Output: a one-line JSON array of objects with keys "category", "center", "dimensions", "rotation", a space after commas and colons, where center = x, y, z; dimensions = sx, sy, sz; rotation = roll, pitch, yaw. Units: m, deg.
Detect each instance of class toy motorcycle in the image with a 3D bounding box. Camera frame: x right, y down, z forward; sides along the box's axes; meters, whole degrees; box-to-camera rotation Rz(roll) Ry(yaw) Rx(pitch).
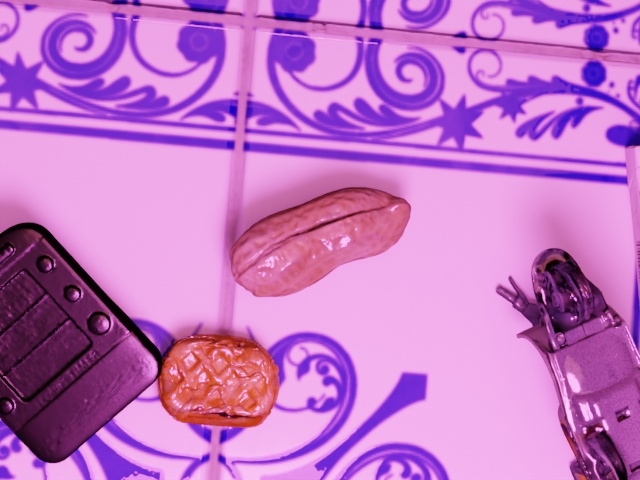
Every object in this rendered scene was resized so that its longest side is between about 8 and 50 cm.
[{"category": "toy motorcycle", "center": [0.241, 0.130, 1.772], "dimensions": [0.091, 0.157, 0.263], "rotation": [-22, 94, -11]}]

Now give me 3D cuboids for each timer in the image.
[{"category": "timer", "center": [-0.246, 0.087, 1.748], "dimensions": [0.144, 0.055, 0.187], "rotation": [-41, 96, 8]}]

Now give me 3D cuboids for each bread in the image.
[{"category": "bread", "center": [-0.091, 0.126, 1.777], "dimensions": [0.111, 0.044, 0.083], "rotation": [5, 87, -6]}]

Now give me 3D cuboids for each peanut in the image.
[{"category": "peanut", "center": [0.000, 0.000, 1.780], "dimensions": [0.174, 0.080, 0.080], "rotation": [-21, 92, -13]}]

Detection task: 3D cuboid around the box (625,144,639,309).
[{"category": "box", "center": [0.334, -0.015, 1.844], "dimensions": [0.084, 0.040, 0.154], "rotation": [-5, 89, -6]}]
